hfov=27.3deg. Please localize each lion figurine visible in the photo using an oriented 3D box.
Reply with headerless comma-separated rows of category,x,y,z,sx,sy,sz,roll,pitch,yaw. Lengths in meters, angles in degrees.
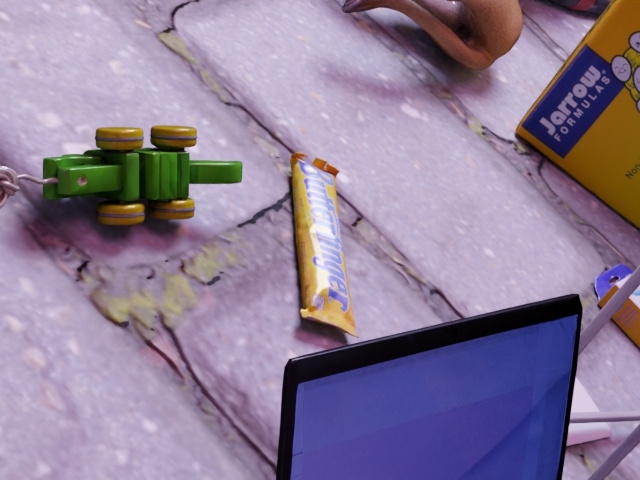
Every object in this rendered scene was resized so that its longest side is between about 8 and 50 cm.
lion figurine,0.149,-0.267,1.174,0.240,0.142,0.392,52,55,-38

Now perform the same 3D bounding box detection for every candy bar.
candy bar,0.000,0.000,0.871,0.040,0.018,0.161,19,40,-22

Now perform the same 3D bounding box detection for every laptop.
laptop,0.103,0.182,0.651,0.234,0.136,0.264,-9,55,-43

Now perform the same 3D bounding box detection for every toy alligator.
toy alligator,-0.132,-0.039,0.785,0.189,0.056,0.051,-7,12,-41

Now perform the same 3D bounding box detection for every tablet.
tablet,0.156,0.114,0.880,0.083,0.006,0.054,-3,51,-40

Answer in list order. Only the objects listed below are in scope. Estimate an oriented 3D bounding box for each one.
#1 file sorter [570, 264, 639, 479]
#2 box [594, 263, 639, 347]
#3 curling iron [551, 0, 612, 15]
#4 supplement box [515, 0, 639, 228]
file sorter,0.282,0.148,0.762,0.173,0.193,0.278,3,43,-39
box,0.273,0.067,1.009,0.136,0.028,0.081,50,39,16
curling iron,0.259,-0.266,1.355,0.274,0.035,0.068,3,84,-32
supplement box,0.383,-0.086,1.127,0.356,0.194,0.195,38,36,4
